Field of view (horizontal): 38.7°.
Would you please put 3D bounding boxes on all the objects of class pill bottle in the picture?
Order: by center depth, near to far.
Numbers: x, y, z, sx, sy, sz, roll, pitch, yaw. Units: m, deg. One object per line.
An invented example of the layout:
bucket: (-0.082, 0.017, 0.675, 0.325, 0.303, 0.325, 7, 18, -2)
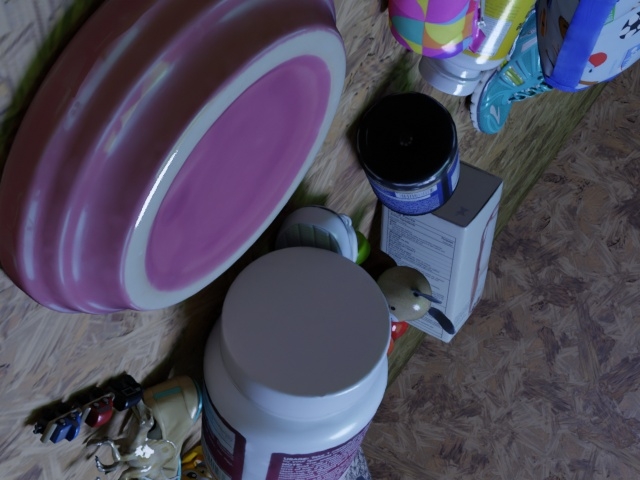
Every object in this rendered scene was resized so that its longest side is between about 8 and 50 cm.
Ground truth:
pill bottle: (0.180, -0.260, 1.035, 0.103, 0.103, 0.184, -37, 159, -47)
pill bottle: (-0.038, 0.186, 1.154, 0.224, 0.224, 0.392, -45, 164, -29)
pill bottle: (0.118, -0.100, 1.175, 0.123, 0.123, 0.219, -52, 166, -3)

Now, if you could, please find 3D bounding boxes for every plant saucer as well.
plant saucer: (-0.087, -0.070, 0.686, 0.332, 0.084, 0.332, -48, 165, -17)

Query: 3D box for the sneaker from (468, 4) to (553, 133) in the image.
sneaker: (0.318, -0.264, 1.443, 0.107, 0.110, 0.275, -42, 162, -37)

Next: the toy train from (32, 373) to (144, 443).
toy train: (-0.224, 0.167, 0.899, 0.027, 0.036, 0.158, -58, 165, 18)

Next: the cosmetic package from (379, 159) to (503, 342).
cosmetic package: (0.190, 0.011, 1.495, 0.129, 0.153, 0.296, -47, 154, -32)

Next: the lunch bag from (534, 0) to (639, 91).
lunch bag: (0.407, -0.407, 1.151, 0.385, 0.239, 0.328, -58, 168, -9)

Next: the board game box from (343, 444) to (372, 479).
board game box: (-0.029, 0.446, 1.584, 0.141, 0.291, 0.232, -14, -174, 35)

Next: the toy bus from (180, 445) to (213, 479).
toy bus: (-0.177, 0.381, 1.345, 0.211, 0.149, 0.220, -50, 165, -39)

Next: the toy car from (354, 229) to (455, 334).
toy car: (0.106, 0.092, 1.340, 0.149, 0.188, 0.155, -59, 143, -20)

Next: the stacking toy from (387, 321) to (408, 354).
stacking toy: (0.075, 0.247, 1.879, 0.330, 0.141, 0.141, -52, 167, -33)

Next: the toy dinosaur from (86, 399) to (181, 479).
toy dinosaur: (-0.205, 0.250, 1.022, 0.092, 0.053, 0.183, -14, 138, -8)

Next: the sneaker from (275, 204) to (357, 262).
sneaker: (0.000, 0.000, 1.149, 0.258, 0.094, 0.091, 93, 15, -69)

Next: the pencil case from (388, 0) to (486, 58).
pencil case: (0.117, -0.264, 0.844, 0.104, 0.104, 0.236, -50, 164, -12)

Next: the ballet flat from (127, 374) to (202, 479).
ballet flat: (-0.204, 0.242, 1.110, 0.073, 0.080, 0.232, -9, 138, -30)
